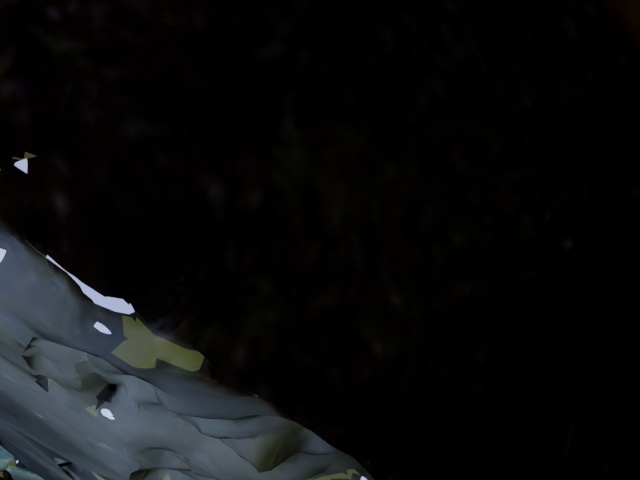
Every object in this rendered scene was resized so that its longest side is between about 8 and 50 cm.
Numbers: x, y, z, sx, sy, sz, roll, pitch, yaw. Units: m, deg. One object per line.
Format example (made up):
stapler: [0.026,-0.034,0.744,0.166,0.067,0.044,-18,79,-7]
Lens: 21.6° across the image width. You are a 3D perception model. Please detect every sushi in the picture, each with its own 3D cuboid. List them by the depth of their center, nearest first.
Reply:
sushi: [0.000,0.000,0.516,0.234,0.208,0.348,21,164,31]

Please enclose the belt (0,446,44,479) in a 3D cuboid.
belt: [-0.116,0.074,0.820,0.257,0.150,0.207,23,144,-1]
